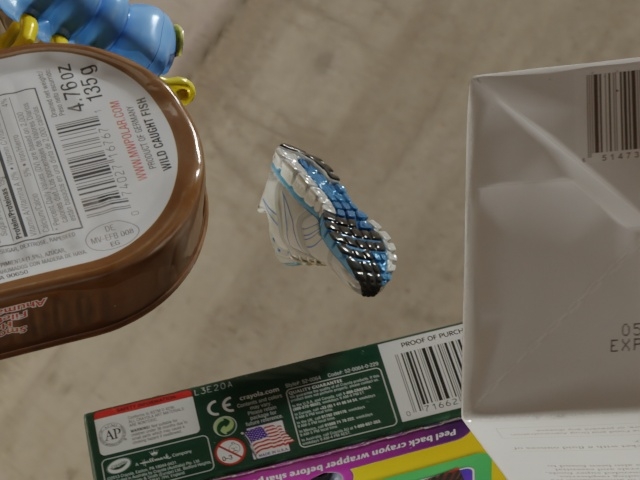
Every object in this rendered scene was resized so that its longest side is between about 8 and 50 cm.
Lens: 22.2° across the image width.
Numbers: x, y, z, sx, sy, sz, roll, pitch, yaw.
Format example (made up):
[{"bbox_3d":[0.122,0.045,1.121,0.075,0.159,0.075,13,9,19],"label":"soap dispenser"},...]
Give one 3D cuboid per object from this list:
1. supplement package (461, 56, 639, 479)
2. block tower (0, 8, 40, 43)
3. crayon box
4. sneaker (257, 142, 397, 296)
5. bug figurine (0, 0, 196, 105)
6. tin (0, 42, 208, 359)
[{"bbox_3d":[0.188,0.050,0.827,0.293,0.177,0.175,54,-145,-60],"label":"supplement package"},{"bbox_3d":[-0.275,-0.081,1.030,0.335,0.097,0.091,-33,-33,2],"label":"block tower"},{"bbox_3d":[0.001,0.233,1.440,0.362,0.106,0.313,-13,-39,-5],"label":"crayon box"},{"bbox_3d":[0.000,0.000,1.413,0.071,0.191,0.083,14,-63,-35],"label":"sneaker"},{"bbox_3d":[-0.168,-0.149,0.693,0.216,0.279,0.072,31,-81,-36],"label":"bug figurine"},{"bbox_3d":[-0.130,-0.010,0.539,0.189,0.106,0.040,-15,-35,-14],"label":"tin"}]
